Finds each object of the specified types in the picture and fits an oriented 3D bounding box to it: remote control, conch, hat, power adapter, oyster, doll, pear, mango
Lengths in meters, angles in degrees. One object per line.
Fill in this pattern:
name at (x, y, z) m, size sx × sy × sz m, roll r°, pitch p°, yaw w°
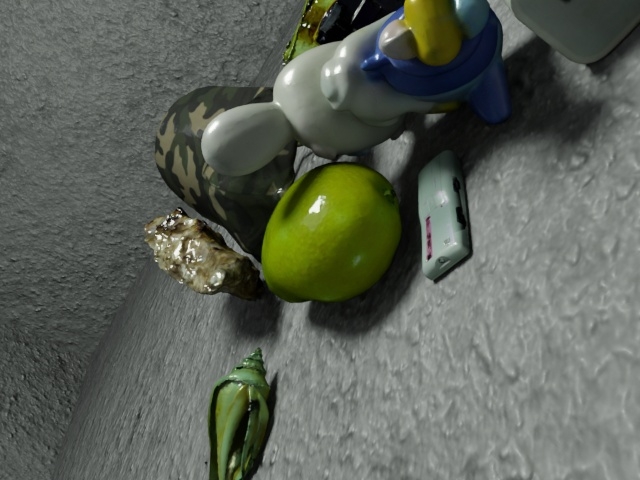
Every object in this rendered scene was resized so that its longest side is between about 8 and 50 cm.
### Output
remote control at (0.134, -0.033, 0.684) m, size 0.065 × 0.029 × 0.166 m, roll -43°, pitch 26°, yaw 38°
conch at (-0.114, 0.247, 0.847) m, size 0.095 × 0.080 × 0.200 m, roll -25°, pitch 55°, yaw 39°
hat at (-0.176, -0.124, 1.032) m, size 0.257 × 0.382 × 0.366 m, roll -30°, pitch -54°, yaw -65°
power adapter at (0.247, -0.290, 0.614) m, size 0.130 × 0.125 × 0.204 m, roll -50°, pitch 23°, yaw 30°
oyster at (-0.189, 0.034, 1.123) m, size 0.396 × 0.204 × 0.110 m, roll 32°, pitch 98°, yaw 53°
doll at (0.091, -0.188, 0.724) m, size 0.366 × 0.187 × 0.376 m, roll -19°, pitch 24°, yaw 46°
pear at (0.016, -0.512, 1.465) m, size 0.255 × 0.164 × 0.238 m, roll -99°, pitch 32°, yaw -68°
mango at (0.003, -0.008, 0.797) m, size 0.273 × 0.149 × 0.185 m, roll -16°, pitch 55°, yaw 69°

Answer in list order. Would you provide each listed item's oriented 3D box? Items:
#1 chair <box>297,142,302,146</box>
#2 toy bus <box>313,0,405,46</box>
chair at (-0.140, -0.193, 1.277) m, size 0.272 × 0.188 × 0.166 m, roll -2°, pitch 59°, yaw 48°
toy bus at (0.118, -0.525, 1.235) m, size 0.331 × 0.145 × 0.151 m, roll -56°, pitch 18°, yaw 15°
